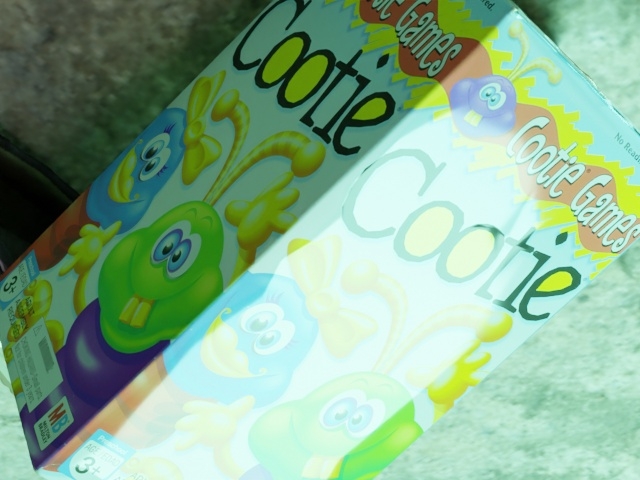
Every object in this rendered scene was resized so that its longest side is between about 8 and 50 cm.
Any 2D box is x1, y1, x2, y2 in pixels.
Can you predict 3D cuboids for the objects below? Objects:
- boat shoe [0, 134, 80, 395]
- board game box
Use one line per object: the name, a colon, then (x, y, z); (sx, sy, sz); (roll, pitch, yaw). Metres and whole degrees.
boat shoe: (-0.128, 0.028, 0.860); (0.092, 0.103, 0.285); (-29, 127, 32)
board game box: (0.000, 0.000, 0.741); (0.275, 0.144, 0.142); (-44, 127, 10)
